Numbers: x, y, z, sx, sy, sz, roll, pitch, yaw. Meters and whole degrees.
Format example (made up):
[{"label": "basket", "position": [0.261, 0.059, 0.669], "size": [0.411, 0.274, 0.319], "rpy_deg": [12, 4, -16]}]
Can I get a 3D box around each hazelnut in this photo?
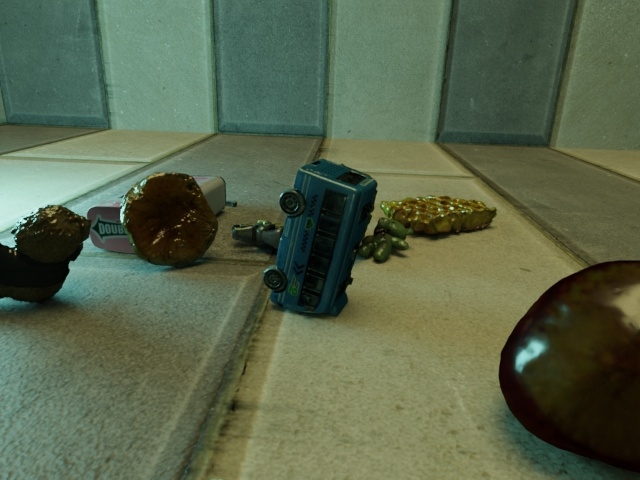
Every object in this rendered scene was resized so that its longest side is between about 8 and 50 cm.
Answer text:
[{"label": "hazelnut", "position": [0.323, 0.134, 0.503], "size": [0.252, 0.217, 0.217], "rpy_deg": [-19, 17, 12]}]

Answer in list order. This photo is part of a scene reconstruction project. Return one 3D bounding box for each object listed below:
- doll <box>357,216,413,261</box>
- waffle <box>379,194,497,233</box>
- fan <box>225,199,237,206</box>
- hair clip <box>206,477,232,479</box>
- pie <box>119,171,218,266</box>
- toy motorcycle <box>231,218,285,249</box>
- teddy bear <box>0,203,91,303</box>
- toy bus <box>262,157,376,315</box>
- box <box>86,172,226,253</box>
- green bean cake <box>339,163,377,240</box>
[{"label": "doll", "position": [0.142, -0.004, 1.044], "size": [0.115, 0.077, 0.150], "rpy_deg": [2, 28, 32]}, {"label": "waffle", "position": [0.312, -0.069, 1.245], "size": [0.310, 0.065, 0.283], "rpy_deg": [3, 18, 12]}, {"label": "fan", "position": [-0.337, -0.116, 1.379], "size": [0.193, 0.016, 0.038], "rpy_deg": [7, 23, 15]}, {"label": "hair clip", "position": [-0.057, 0.256, 0.350], "size": [0.060, 0.033, 0.188], "rpy_deg": [-1, 17, -14]}, {"label": "pie", "position": [-0.303, -0.039, 0.930], "size": [0.195, 0.195, 0.046], "rpy_deg": [-9, 0, -27]}, {"label": "toy motorcycle", "position": [-0.102, -0.012, 1.045], "size": [0.194, 0.061, 0.124], "rpy_deg": [5, 12, -17]}, {"label": "teddy bear", "position": [-0.480, 0.038, 0.769], "size": [0.251, 0.129, 0.182], "rpy_deg": [-33, 5, 23]}, {"label": "toy bus", "position": [0.000, 0.000, 0.766], "size": [0.134, 0.246, 0.113], "rpy_deg": [20, 24, 15]}, {"label": "box", "position": [-0.377, -0.079, 1.145], "size": [0.191, 0.112, 0.369], "rpy_deg": [5, 18, 8]}, {"label": "green bean cake", "position": [0.046, -0.048, 1.073], "size": [0.107, 0.193, 0.208], "rpy_deg": [16, -18, -7]}]
